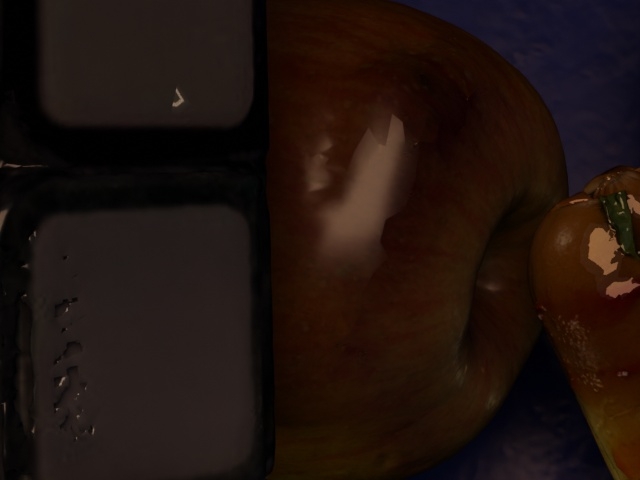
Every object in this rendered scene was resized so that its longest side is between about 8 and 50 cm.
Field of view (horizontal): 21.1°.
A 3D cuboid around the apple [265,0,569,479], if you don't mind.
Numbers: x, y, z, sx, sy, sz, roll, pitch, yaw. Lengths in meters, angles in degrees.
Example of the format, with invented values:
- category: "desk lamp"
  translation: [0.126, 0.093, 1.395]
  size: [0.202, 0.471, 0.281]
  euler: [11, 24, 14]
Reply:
- category: "apple"
  translation: [0.000, 0.000, 0.723]
  size: [0.188, 0.211, 0.211]
  euler: [16, 74, 32]

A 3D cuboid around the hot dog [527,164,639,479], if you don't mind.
- category: "hot dog"
  translation: [0.170, 0.081, 0.702]
  size: [0.104, 0.076, 0.250]
  euler: [-35, 105, -31]

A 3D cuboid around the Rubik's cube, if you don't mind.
- category: "Rubik's cube"
  translation: [-0.252, -0.079, 0.576]
  size: [0.362, 0.363, 0.359]
  euler: [6, 96, 47]
